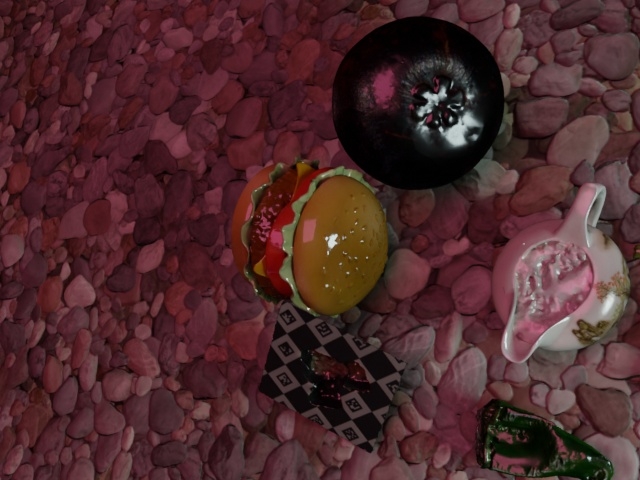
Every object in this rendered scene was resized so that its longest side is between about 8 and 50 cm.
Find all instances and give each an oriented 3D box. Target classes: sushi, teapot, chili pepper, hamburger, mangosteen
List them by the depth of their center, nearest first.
[{"bbox_3d":[0.329,0.317,1.078,0.216,0.062,0.108,16,90,31],"label":"chili pepper"},{"bbox_3d":[0.365,0.054,1.089,0.204,0.139,0.298,18,85,34],"label":"teapot"},{"bbox_3d":[0.022,0.223,1.217,0.231,0.047,0.219,25,124,15],"label":"sushi"},{"bbox_3d":[0.163,-0.230,1.218,0.300,0.300,0.300,-8,72,26],"label":"mangosteen"},{"bbox_3d":[0.000,0.000,1.226,0.212,0.274,0.274,16,83,38],"label":"hamburger"}]

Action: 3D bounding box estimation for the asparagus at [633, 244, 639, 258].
[{"bbox_3d":[0.593,0.010,1.045,0.249,0.025,0.024,-5,31,28],"label":"asparagus"}]
